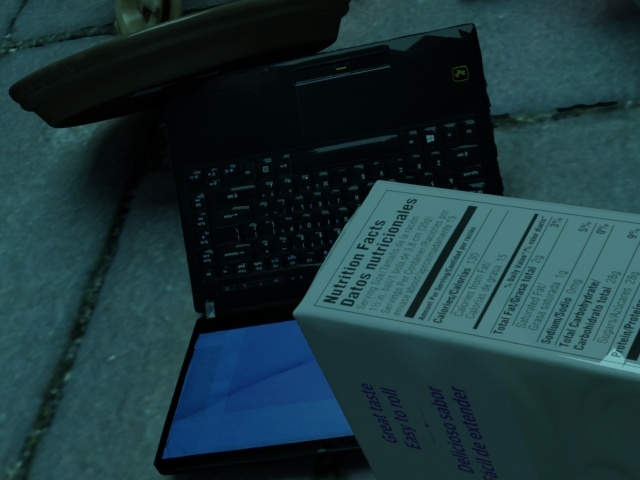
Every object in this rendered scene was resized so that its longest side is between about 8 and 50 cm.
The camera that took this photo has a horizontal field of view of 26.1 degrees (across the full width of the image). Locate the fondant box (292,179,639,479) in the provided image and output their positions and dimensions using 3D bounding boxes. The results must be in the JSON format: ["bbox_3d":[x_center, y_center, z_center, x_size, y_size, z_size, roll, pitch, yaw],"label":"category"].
[{"bbox_3d":[0.179,0.103,0.634,0.330,0.238,0.096,10,52,33],"label":"fondant box"}]

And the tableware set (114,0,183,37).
[{"bbox_3d":[-0.183,-0.250,1.232,0.039,0.128,0.194,-8,57,-40],"label":"tableware set"}]

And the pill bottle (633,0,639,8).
[{"bbox_3d":[0.331,-0.216,0.939,0.210,0.210,0.363,-34,41,-13],"label":"pill bottle"}]

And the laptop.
[{"bbox_3d":[0.000,0.000,0.904,0.234,0.264,0.136,-9,-2,15],"label":"laptop"}]

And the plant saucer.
[{"bbox_3d":[-0.105,-0.140,1.086,0.278,0.041,0.278,-16,3,1],"label":"plant saucer"}]
